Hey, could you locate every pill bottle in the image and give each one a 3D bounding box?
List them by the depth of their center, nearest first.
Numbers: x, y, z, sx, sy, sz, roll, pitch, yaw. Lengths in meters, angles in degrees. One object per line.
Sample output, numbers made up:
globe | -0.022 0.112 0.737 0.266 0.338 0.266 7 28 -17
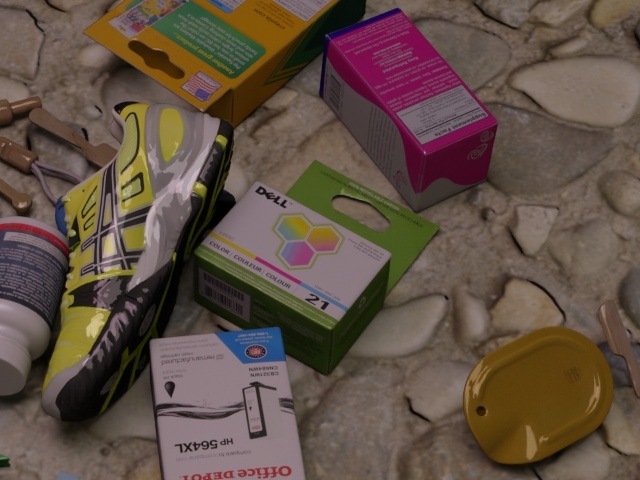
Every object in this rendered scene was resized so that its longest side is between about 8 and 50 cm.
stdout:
pill bottle | -0.341 0.073 2.013 0.108 0.108 0.180 8 52 2

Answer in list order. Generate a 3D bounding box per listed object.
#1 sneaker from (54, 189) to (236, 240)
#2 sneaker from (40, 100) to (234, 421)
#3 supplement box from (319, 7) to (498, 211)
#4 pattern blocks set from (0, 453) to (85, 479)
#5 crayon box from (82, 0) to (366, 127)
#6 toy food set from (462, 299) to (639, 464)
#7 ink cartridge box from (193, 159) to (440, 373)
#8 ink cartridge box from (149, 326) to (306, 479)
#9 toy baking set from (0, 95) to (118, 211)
sneaker | -0.205 -0.044 2.137 0.209 0.069 0.082 -12 56 -12
sneaker | -0.226 0.021 2.015 0.147 0.145 0.385 21 66 6
supplement box | 0.104 -0.160 2.223 0.114 0.111 0.220 -23 58 -21
pattern blocks set | -0.370 0.348 1.850 0.285 0.026 0.325 13 52 5
crayon box | -0.117 -0.275 2.314 0.203 0.083 0.323 34 57 20
toy food set | 0.247 0.166 2.019 0.217 0.071 0.128 -24 82 -19
ink cartridge box | 0.000 0.000 2.102 0.188 0.097 0.255 28 56 17
ink cartridge box | -0.100 0.203 1.945 0.148 0.086 0.203 -5 52 -8
toy baking set | -0.369 -0.091 2.191 0.256 0.030 0.197 -20 59 -18
